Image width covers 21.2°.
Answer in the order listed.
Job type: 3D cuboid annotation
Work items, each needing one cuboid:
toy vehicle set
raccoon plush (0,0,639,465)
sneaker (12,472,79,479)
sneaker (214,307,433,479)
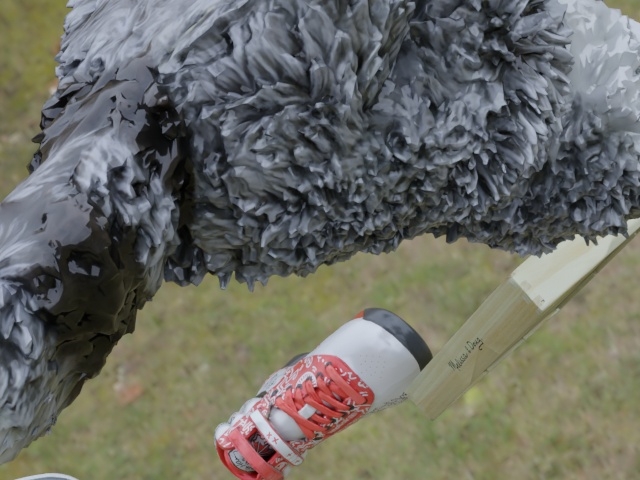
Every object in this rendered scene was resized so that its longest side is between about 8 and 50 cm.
[{"bbox_3d":[0.169,0.041,1.324,0.166,0.035,0.267,-38,-9,-26],"label":"toy vehicle set"},{"bbox_3d":[0.000,0.000,0.824,0.446,0.299,0.216,-50,30,-13],"label":"raccoon plush"},{"bbox_3d":[-0.231,0.202,0.964,0.295,0.124,0.178,-34,-12,-33],"label":"sneaker"},{"bbox_3d":[-0.005,0.154,1.538,0.145,0.090,0.270,-44,6,-28],"label":"sneaker"}]
